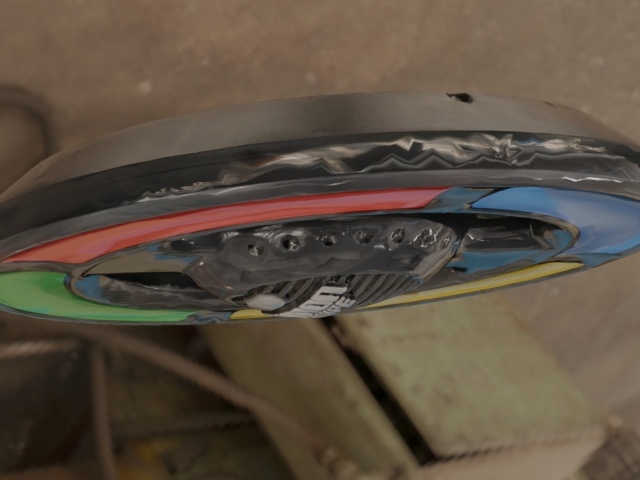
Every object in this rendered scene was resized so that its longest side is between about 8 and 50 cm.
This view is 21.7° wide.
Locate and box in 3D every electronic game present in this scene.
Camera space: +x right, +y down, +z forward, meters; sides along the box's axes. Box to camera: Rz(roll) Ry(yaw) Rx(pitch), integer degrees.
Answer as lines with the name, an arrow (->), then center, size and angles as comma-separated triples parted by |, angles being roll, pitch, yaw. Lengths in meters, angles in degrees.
electronic game -> 0.000, 0.000, 0.533 | 0.229, 0.048, 0.229 | -5, 170, -1
